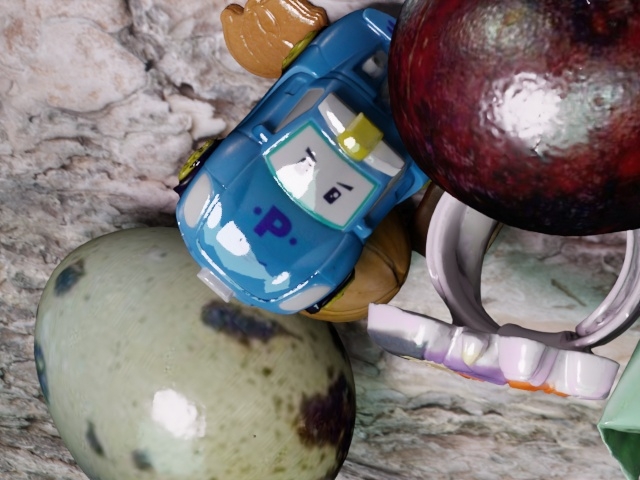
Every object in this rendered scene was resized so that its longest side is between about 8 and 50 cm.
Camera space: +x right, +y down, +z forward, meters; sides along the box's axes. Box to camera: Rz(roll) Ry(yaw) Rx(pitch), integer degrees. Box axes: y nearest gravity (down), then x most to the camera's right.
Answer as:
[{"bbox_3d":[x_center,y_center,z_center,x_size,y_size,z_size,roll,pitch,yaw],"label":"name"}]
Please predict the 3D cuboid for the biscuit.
[{"bbox_3d":[-0.046,-0.214,1.082,0.130,0.019,0.102,-6,126,35],"label":"biscuit"}]

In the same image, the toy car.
[{"bbox_3d":[0.007,-0.072,0.970,0.198,0.314,0.166,44,160,-8],"label":"toy car"}]

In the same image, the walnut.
[{"bbox_3d":[0.000,0.000,1.140,0.207,0.167,0.167,29,139,18],"label":"walnut"}]

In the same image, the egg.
[{"bbox_3d":[-0.158,0.168,1.265,0.428,0.345,0.345,36,138,0],"label":"egg"}]

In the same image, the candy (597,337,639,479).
[{"bbox_3d":[0.434,0.069,0.855,0.398,0.263,0.172,-18,108,42],"label":"candy"}]

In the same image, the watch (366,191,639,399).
[{"bbox_3d":[0.181,0.022,0.961,0.244,0.231,0.196,11,178,22],"label":"watch"}]

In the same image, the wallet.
[{"bbox_3d":[0.154,-0.035,1.114,0.095,0.026,0.176,29,133,8],"label":"wallet"}]

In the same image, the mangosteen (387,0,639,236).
[{"bbox_3d":[0.196,-0.152,0.791,0.300,0.300,0.300,18,136,18],"label":"mangosteen"}]
